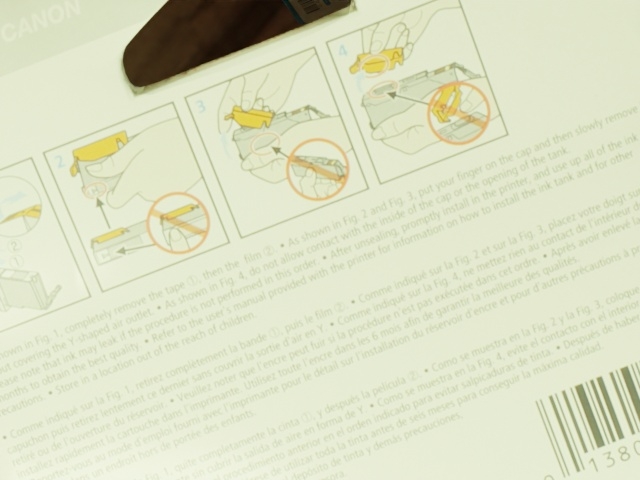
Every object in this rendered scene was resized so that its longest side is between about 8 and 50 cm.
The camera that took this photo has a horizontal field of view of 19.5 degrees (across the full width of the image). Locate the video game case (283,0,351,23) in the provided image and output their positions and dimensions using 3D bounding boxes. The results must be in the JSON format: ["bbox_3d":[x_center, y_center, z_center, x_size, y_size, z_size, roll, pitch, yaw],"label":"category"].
[{"bbox_3d":[0.029,-0.156,0.703,0.166,0.015,0.119,-18,123,32],"label":"video game case"}]

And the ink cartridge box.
[{"bbox_3d":[0.000,0.000,0.711,0.296,0.066,0.261,-21,99,0],"label":"ink cartridge box"}]
